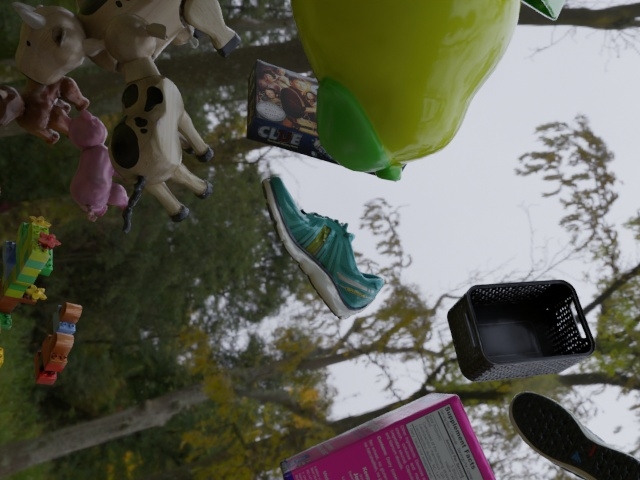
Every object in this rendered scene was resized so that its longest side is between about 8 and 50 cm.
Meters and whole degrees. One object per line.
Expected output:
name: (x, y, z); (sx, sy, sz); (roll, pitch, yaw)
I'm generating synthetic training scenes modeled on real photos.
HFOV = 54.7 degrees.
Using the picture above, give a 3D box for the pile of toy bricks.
pile of toy bricks: (-0.281, 0.027, 0.584); (0.105, 0.118, 0.212); (-50, -136, 23)

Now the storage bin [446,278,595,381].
storage bin: (0.294, 0.133, 0.922); (0.084, 0.180, 0.122); (112, -28, -58)

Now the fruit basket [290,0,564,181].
fruit basket: (0.066, -0.254, 0.480); (0.283, 0.392, 0.392); (45, -37, 20)

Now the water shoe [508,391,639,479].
water shoe: (0.344, 0.286, 0.836); (0.203, 0.073, 0.080); (35, -13, 32)

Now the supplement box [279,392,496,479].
supplement box: (0.073, 0.273, 0.725); (0.111, 0.220, 0.114); (116, -47, -75)

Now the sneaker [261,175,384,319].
sneaker: (0.000, 0.000, 1.032); (0.275, 0.110, 0.107); (53, 3, -11)

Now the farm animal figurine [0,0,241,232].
farm animal figurine: (-0.216, -0.200, 0.655); (0.330, 0.327, 0.172); (23, -18, 33)

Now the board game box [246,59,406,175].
board game box: (0.007, -0.187, 0.964); (0.165, 0.243, 0.042); (-96, -153, -45)
